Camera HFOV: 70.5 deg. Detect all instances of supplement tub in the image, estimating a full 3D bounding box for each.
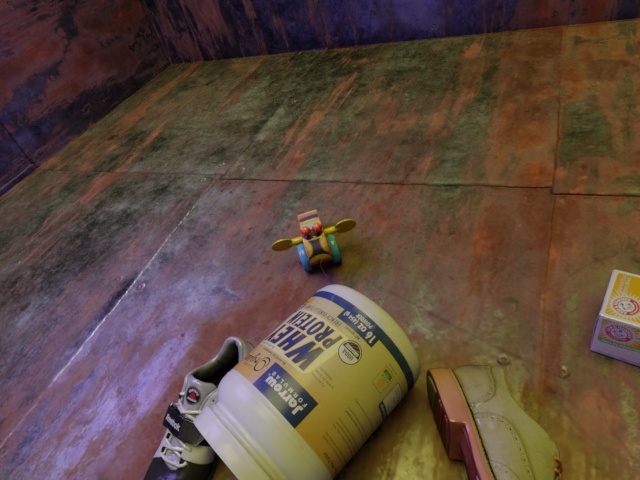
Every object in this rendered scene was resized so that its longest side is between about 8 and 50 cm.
[{"bbox_3d":[-0.018,0.248,0.732,0.316,0.228,0.228,-41,45,-24],"label":"supplement tub"}]

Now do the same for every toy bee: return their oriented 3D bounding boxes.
[{"bbox_3d":[0.000,0.000,1.050,0.195,0.162,0.298,-31,42,-16],"label":"toy bee"}]

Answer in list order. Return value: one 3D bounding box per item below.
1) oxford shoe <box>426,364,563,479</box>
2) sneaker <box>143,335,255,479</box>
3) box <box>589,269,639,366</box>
[{"bbox_3d":[0.273,0.329,0.608,0.147,0.140,0.396,-12,43,-3],"label":"oxford shoe"},{"bbox_3d":[-0.224,0.313,0.803,0.123,0.146,0.330,11,50,28],"label":"sneaker"},{"bbox_3d":[0.562,0.143,0.726,0.203,0.103,0.114,18,52,35],"label":"box"}]
